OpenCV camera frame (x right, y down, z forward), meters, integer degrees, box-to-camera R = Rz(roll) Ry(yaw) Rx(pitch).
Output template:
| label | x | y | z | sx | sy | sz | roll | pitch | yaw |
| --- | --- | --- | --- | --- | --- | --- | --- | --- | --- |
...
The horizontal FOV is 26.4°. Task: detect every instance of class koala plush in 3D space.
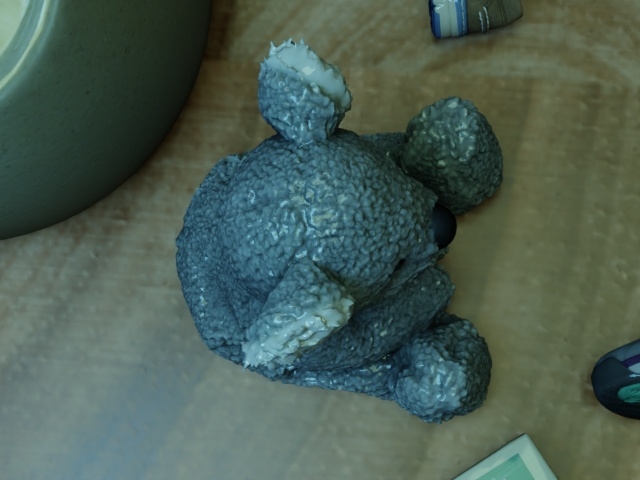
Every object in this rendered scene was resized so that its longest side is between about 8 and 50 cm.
| label | x | y | z | sx | sy | sz | roll | pitch | yaw |
| --- | --- | --- | --- | --- | --- | --- | --- | --- | --- |
| koala plush | 0.000 | 0.000 | 0.768 | 0.203 | 0.221 | 0.196 | 3 | 82 | 7 |

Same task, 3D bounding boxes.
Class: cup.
| label | x | y | z | sx | sy | sz | roll | pitch | yaw |
| --- | --- | --- | --- | --- | --- | --- | --- | --- | --- |
| cup | -0.219 | -0.145 | 0.755 | 0.331 | 0.237 | 0.331 | -1 | 98 | -8 |

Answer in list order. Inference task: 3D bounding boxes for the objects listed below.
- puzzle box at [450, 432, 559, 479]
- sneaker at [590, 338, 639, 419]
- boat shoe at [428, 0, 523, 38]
| label | x | y | z | sx | sy | sz | roll | pitch | yaw |
| --- | --- | --- | --- | --- | --- | --- | --- | --- | --- |
| puzzle box | 0.028 | 0.336 | 0.801 | 0.409 | 0.052 | 0.272 | -33 | 79 | 0 |
| sneaker | 0.266 | 0.041 | 0.820 | 0.224 | 0.083 | 0.098 | -13 | 57 | 2 |
| boat shoe | 0.096 | -0.222 | 0.876 | 0.066 | 0.066 | 0.183 | -5 | 91 | 1 |
